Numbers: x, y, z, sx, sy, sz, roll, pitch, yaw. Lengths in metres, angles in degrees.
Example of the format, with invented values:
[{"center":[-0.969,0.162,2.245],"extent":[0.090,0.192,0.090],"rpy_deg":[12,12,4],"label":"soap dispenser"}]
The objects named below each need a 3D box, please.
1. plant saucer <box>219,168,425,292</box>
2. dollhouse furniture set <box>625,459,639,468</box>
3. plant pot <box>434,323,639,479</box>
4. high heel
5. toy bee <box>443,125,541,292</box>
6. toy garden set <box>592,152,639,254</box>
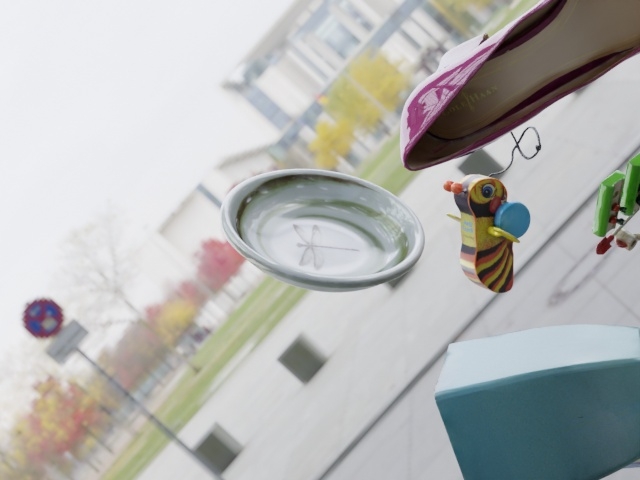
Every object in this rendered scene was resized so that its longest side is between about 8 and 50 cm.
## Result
[{"center":[0.000,0.000,2.319],"extent":[0.400,0.400,0.100],"rpy_deg":[-49,-26,-52],"label":"plant saucer"},{"center":[0.535,0.303,1.812],"extent":[0.286,0.198,0.303],"rpy_deg":[-16,28,32],"label":"dollhouse furniture set"},{"center":[0.279,0.195,1.400],"extent":[0.234,0.165,0.166],"rpy_deg":[-17,12,17],"label":"plant pot"},{"center":[0.242,-0.179,1.173],"extent":[0.377,0.127,0.181],"rpy_deg":[-29,24,42],"label":"high heel"},{"center":[0.289,-0.056,2.169],"extent":[0.195,0.162,0.298],"rpy_deg":[-22,66,61],"label":"toy bee"},{"center":[0.532,-0.065,1.909],"extent":[0.244,0.049,0.203],"rpy_deg":[-34,-37,-27],"label":"toy garden set"}]
